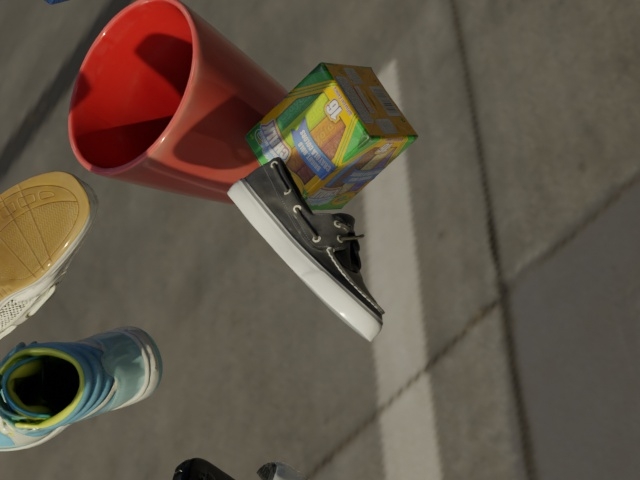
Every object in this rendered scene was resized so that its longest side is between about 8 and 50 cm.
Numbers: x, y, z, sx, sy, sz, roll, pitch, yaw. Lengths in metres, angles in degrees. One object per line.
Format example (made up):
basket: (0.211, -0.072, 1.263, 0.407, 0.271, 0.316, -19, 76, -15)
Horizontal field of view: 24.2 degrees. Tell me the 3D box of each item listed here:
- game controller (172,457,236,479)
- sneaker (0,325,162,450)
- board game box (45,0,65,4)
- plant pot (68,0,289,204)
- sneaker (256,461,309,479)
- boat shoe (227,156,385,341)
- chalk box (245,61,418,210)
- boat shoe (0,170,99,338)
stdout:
game controller: (-0.070, 0.367, 1.688, 0.067, 0.319, 0.166, -30, 50, 14)
sneaker: (-0.377, 0.194, 1.876, 0.319, 0.208, 0.127, -26, 81, 26)
board game box: (-0.232, -0.292, 1.369, 0.210, 0.160, 0.047, -31, -28, -55)
plant pot: (-0.182, -0.181, 2.131, 0.275, 0.243, 0.275, -21, 59, 38)
sneaker: (-0.056, 0.344, 1.300, 0.292, 0.118, 0.110, -64, 11, 4)
boat shoe: (0.000, 0.000, 1.415, 0.076, 0.080, 0.228, -43, 51, 0)
chalk box: (-0.002, -0.125, 2.036, 0.213, 0.132, 0.132, -43, 70, 28)
boat shoe: (-0.308, 0.024, 1.535, 0.277, 0.096, 0.098, -40, 69, 28)
